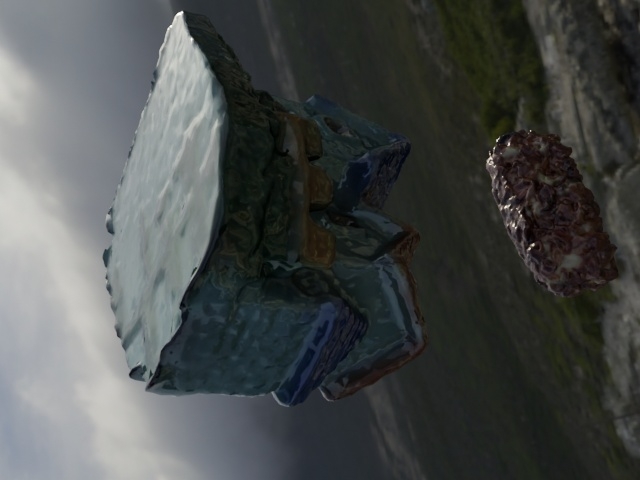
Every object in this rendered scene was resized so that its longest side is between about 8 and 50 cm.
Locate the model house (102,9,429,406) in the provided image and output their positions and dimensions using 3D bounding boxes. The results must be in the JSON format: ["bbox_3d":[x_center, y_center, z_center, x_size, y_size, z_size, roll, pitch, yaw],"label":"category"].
[{"bbox_3d":[0.000,0.000,0.820,0.251,0.329,0.295,-62,31,20],"label":"model house"}]

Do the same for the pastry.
[{"bbox_3d":[0.259,-0.029,1.042,0.115,0.097,0.208,67,-174,-58],"label":"pastry"}]
